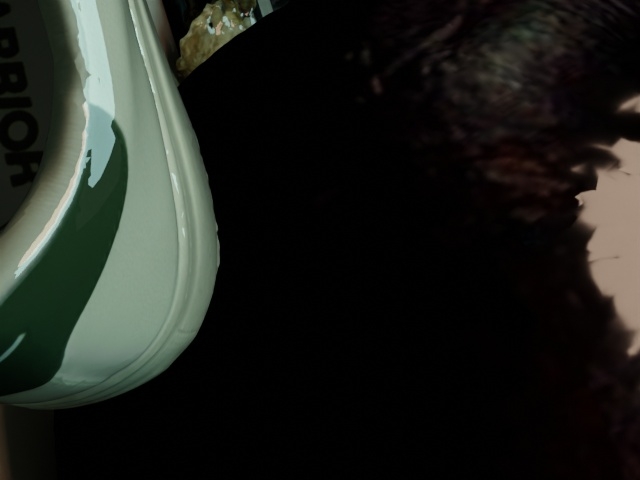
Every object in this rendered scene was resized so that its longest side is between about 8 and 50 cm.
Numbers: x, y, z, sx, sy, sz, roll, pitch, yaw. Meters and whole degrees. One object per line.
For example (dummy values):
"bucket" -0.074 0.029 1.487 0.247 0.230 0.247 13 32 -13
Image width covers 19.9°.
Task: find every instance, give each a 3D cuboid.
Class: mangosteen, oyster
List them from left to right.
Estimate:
"oyster" -0.070 -0.143 1.526 0.214 0.083 0.223 -95 174 -55
"mangosteen" 0.059 0.089 0.737 0.435 0.382 0.382 -46 -129 49

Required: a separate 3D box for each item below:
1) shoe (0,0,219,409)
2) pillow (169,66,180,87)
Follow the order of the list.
"shoe" -0.120 -0.128 0.484 0.160 0.131 0.363 0 78 -81
"pillow" -0.078 -0.011 1.045 0.093 0.051 0.241 91 -15 -75
